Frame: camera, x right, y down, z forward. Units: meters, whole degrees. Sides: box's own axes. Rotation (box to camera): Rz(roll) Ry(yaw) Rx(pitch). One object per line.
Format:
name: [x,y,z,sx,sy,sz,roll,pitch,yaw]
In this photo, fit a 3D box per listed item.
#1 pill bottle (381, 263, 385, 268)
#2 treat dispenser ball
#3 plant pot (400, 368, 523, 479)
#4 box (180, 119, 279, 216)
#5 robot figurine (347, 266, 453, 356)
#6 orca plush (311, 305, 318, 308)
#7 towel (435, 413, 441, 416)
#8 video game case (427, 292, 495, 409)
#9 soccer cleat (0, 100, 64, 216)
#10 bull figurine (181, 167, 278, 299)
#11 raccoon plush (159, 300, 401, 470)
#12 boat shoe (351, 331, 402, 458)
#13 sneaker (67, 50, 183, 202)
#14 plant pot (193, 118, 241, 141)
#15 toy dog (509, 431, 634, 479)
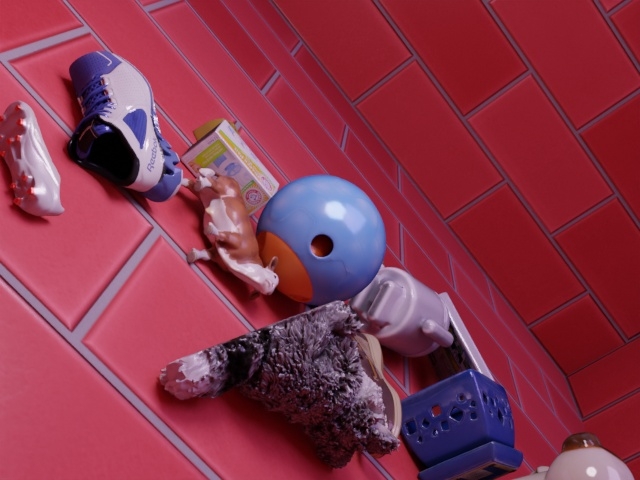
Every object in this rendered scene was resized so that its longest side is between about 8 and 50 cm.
pill bottle: [0.165,0.080,2.231,0.065,0.065,0.116,44,21,-29]
treat dispenser ball: [0.000,0.000,1.588,0.288,0.288,0.288,47,20,-23]
plant pot: [0.340,0.469,1.734,0.236,0.236,0.212,33,34,-49]
box: [-0.204,-0.156,1.657,0.203,0.114,0.103,51,19,-16]
robot figurine: [0.218,0.197,1.943,0.300,0.200,0.353,31,-1,43]
orca plush: [-0.031,0.024,1.785,0.151,0.102,0.287,41,23,-36]
towel: [0.352,0.530,1.961,0.067,0.029,0.120,29,32,-53]
video game case: [0.395,0.357,2.091,0.300,0.036,0.329,96,-27,-57]
soccer cleat: [-0.441,-0.122,1.099,0.076,0.068,0.196,28,39,-63]
bull figurine: [-0.191,-0.016,1.463,0.188,0.101,0.310,24,35,-54]
raccoon plush: [-0.062,0.295,1.242,0.446,0.216,0.299,-16,84,-40]
boat shoe: [0.079,0.312,1.556,0.123,0.123,0.342,29,28,-25]
sneaker: [-0.380,-0.218,1.309,0.316,0.127,0.182,60,17,11]
plant pot: [-0.245,-0.251,1.769,0.081,0.083,0.082,17,42,-62]
toy dog: [0.498,0.597,1.602,0.395,0.407,0.285,45,20,-27]
